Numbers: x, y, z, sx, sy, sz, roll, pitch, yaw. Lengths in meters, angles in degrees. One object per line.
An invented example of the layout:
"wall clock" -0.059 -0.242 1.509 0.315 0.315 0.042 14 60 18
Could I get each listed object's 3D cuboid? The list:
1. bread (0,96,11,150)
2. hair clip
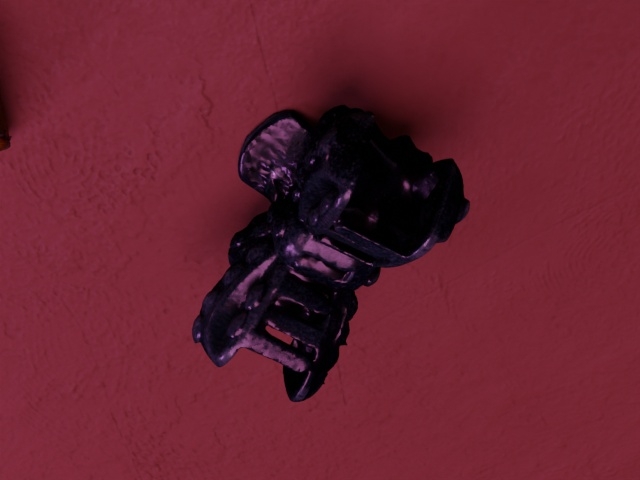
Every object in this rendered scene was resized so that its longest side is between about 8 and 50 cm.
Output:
"bread" -0.360 -0.109 1.324 0.140 0.160 0.169 -10 125 5
"hair clip" 0.002 -0.006 1.391 0.194 0.206 0.310 29 124 -15
